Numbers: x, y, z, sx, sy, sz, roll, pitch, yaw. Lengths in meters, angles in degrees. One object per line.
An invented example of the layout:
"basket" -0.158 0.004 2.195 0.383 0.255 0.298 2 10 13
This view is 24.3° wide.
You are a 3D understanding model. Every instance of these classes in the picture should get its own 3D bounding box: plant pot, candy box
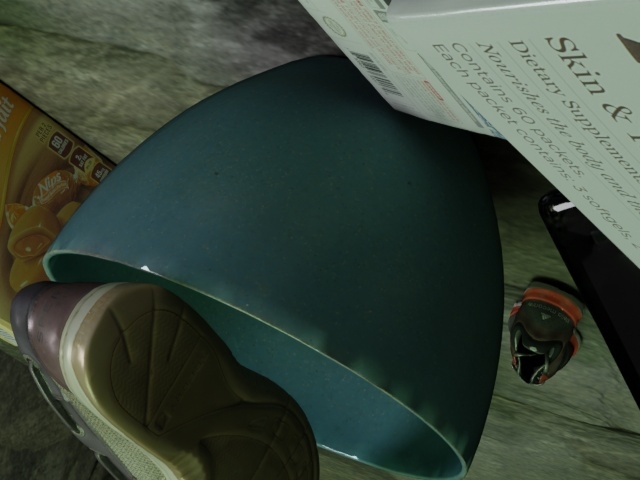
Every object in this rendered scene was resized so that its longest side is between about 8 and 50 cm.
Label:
"plant pot" 0.000 0.000 0.940 0.290 0.195 0.290 25 164 8
"candy box" -0.332 -0.056 1.313 0.316 0.183 0.087 38 160 -32

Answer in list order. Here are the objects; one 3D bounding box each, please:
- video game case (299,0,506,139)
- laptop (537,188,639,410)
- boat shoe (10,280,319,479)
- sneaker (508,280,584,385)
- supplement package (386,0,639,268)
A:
"video game case" 0.063 -0.124 0.721 0.210 0.042 0.232 18 162 44
"laptop" 0.379 0.061 0.650 0.382 0.236 0.408 -15 112 43
"boat shoe" -0.087 0.107 0.892 0.092 0.103 0.285 22 160 36
"sneaker" 0.166 0.084 1.165 0.061 0.065 0.158 23 163 16
"supplement package" 0.200 -0.082 0.375 0.199 0.198 0.263 39 160 -33
